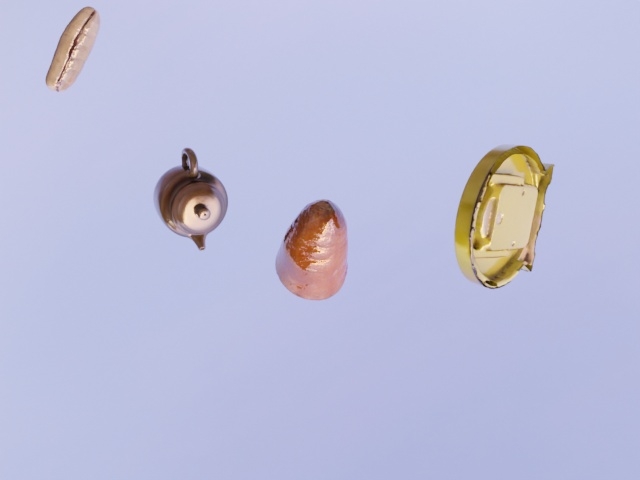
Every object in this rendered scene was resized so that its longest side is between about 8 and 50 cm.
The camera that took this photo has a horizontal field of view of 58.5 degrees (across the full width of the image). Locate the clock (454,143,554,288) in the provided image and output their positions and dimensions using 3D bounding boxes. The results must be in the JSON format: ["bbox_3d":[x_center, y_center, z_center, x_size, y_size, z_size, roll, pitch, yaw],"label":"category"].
[{"bbox_3d":[0.344,-0.047,1.108,0.071,0.293,0.277,17,-83,42],"label":"clock"}]

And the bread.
[{"bbox_3d":[-0.568,-0.439,1.321,0.053,0.073,0.214,33,-83,29],"label":"bread"}]

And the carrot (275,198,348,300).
[{"bbox_3d":[0.000,0.000,1.162,0.159,0.225,0.159,7,-125,-10],"label":"carrot"}]

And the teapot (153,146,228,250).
[{"bbox_3d":[-0.327,-0.106,1.482,0.185,0.268,0.175,-14,-154,-27],"label":"teapot"}]
